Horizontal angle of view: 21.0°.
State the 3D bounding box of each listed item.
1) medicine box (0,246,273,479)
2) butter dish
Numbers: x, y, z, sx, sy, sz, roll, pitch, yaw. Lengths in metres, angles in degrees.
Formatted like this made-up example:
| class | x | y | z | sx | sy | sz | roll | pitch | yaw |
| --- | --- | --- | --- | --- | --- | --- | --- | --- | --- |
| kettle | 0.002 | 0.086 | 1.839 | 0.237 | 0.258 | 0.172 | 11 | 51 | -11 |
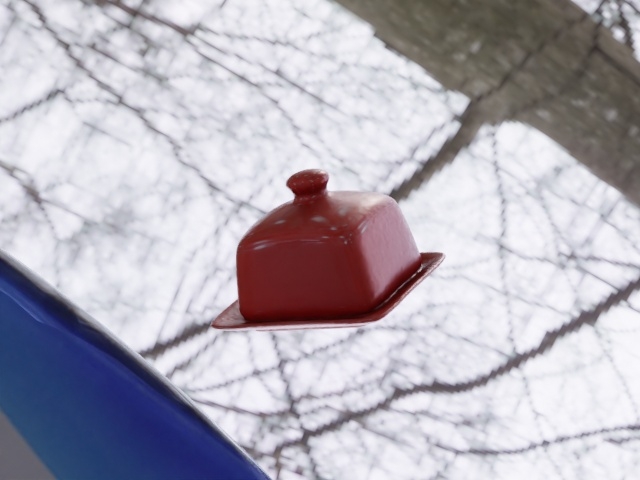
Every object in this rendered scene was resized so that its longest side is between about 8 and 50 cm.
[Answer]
| class | x | y | z | sx | sy | sz | roll | pitch | yaw |
| --- | --- | --- | --- | --- | --- | --- | --- | --- | --- |
| medicine box | -0.184 | 0.116 | 0.447 | 0.289 | 0.149 | 0.263 | -55 | -159 | -10 |
| butter dish | 0.000 | 0.000 | 1.389 | 0.160 | 0.160 | 0.118 | -3 | -73 | 27 |
